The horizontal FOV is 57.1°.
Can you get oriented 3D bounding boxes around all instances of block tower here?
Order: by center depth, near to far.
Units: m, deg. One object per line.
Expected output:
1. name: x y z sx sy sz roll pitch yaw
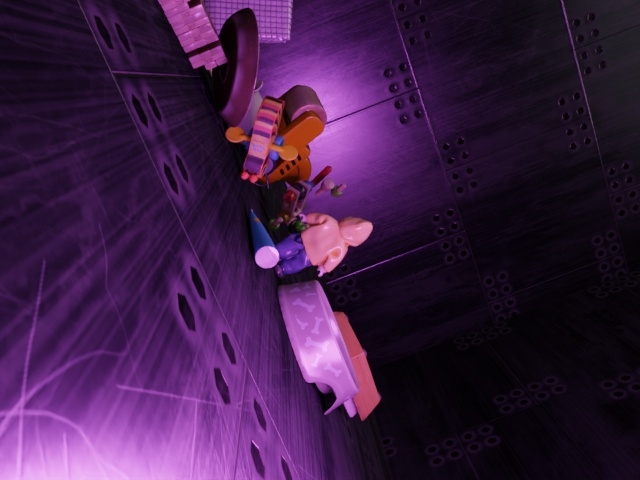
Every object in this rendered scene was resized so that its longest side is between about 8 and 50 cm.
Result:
1. block tower: -0.327 -0.564 1.395 0.335 0.091 0.097 66 2 -50

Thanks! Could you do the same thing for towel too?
1. towel: -0.228 -0.739 1.844 0.121 0.284 0.234 -143 -126 -83

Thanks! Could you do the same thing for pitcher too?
1. pitcher: -0.229 -0.401 1.739 0.177 0.126 0.207 51 -24 34

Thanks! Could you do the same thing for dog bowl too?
1. dog bowl: 0.000 0.258 1.500 0.349 0.102 0.348 -22 90 -89

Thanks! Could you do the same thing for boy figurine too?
1. boy figurine: 0.000 0.000 1.581 0.092 0.285 0.177 60 6 -78

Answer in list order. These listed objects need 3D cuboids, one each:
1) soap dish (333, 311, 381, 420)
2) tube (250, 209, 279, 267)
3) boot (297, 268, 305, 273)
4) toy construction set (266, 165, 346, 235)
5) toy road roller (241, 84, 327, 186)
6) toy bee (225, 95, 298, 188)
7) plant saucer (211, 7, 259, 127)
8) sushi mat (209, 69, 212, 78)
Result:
1. soap dish: 0.079 0.377 1.805 0.229 0.118 0.290 -120 -171 -52
2. tube: -0.138 -0.002 1.357 0.207 0.052 0.080 -121 -161 -64
3. boot: -0.095 0.058 2.132 0.106 0.037 0.114 70 -5 -66
4. toy construction set: -0.052 -0.071 1.927 0.258 0.237 0.308 31 53 -18
5. toy road roller: -0.093 -0.320 1.938 0.241 0.330 0.202 38 22 -41
6. toy bee: -0.159 -0.238 1.637 0.162 0.196 0.298 -69 155 -50
7. plant saucer: -0.235 -0.458 1.557 0.311 0.050 0.310 -177 -90 -65
8. sushi mat: -0.353 -0.570 1.835 0.151 0.019 0.316 -110 179 -75
